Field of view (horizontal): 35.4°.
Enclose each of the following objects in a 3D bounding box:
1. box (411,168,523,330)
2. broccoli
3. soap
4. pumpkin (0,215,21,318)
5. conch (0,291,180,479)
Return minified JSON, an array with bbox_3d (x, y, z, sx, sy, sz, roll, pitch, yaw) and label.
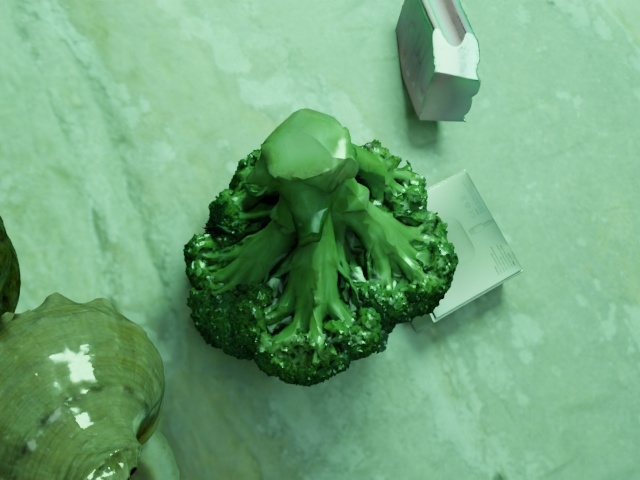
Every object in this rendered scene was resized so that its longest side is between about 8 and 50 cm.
[{"bbox_3d":[0.131,0.009,1.082,0.129,0.051,0.130,-26,84,-25],"label":"box"},{"bbox_3d":[0.000,0.000,0.920,0.269,0.270,0.270,-2,55,2],"label":"broccoli"},{"bbox_3d":[0.129,-0.205,1.117,0.056,0.100,0.149,-1,49,-15],"label":"soap"},{"bbox_3d":[-0.328,-0.015,0.873,0.163,0.111,0.279,10,72,-30],"label":"pumpkin"},{"bbox_3d":[-0.201,0.203,0.810,0.186,0.324,0.263,-23,122,12],"label":"conch"}]
